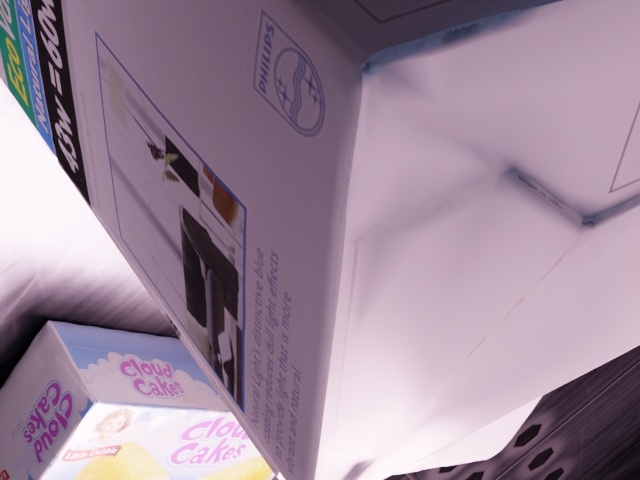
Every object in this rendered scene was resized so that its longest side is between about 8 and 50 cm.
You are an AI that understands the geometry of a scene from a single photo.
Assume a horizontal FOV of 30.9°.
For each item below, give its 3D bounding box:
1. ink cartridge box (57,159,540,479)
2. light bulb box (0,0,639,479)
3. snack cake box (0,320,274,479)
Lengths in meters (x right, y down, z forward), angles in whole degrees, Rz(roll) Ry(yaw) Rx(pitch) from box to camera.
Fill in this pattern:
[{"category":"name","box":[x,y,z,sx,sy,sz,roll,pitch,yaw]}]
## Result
[{"category":"ink cartridge box","box":[0.000,0.000,0.718,0.207,0.283,0.117,3,127,-46]},{"category":"light bulb box","box":[0.052,-0.135,0.544,0.358,0.361,0.225,-22,141,-26]},{"category":"snack cake box","box":[-0.141,0.161,0.943,0.264,0.089,0.152,14,120,-51]}]
